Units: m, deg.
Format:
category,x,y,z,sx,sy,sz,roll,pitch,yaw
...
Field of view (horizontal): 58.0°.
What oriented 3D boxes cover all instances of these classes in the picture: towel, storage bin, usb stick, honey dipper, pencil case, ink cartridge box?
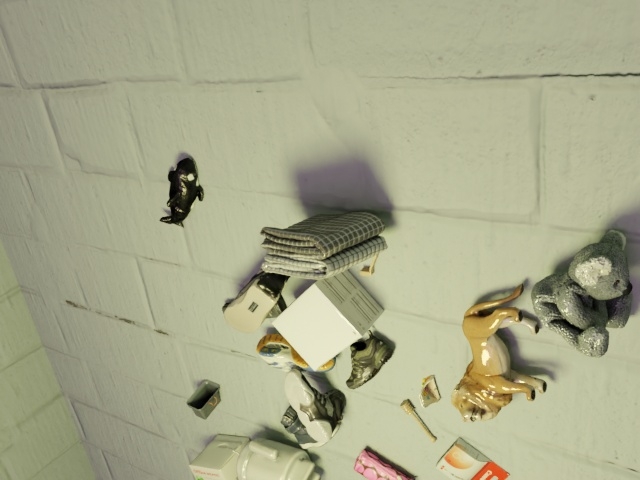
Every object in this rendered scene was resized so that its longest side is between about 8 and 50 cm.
category,x,y,z,sx,sy,sz,roll,pitch,yaw
towel,0.000,0.000,1.537,0.283,0.235,0.121,6,114,46
storage bin,-0.457,0.652,2.332,0.098,0.135,0.091,13,134,29
usb stick,-0.232,0.238,1.988,0.277,0.045,0.077,-11,107,38
honey dipper,0.308,0.570,1.811,0.030,0.030,0.161,-33,97,42
pencil case,0.213,0.793,1.964,0.209,0.095,0.098,25,158,21
ink cartridge box,0.461,0.707,1.771,0.179,0.045,0.145,36,131,16
ink cartridge box,-0.371,0.982,2.406,0.198,0.197,0.270,-10,109,38

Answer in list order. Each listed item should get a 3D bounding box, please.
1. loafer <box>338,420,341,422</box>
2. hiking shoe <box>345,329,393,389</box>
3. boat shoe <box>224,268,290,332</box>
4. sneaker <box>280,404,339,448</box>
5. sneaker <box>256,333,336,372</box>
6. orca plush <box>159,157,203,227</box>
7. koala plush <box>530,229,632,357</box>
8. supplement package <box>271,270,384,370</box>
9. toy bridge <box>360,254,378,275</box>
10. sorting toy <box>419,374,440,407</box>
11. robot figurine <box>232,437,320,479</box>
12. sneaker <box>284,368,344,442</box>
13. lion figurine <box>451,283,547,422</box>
category,x,y,z,sx,sy,sz,roll,pitch,yaw
loafer,0.007,0.595,2.020,0.148,0.050,0.056,30,129,18
hiking shoe,0.133,0.371,1.797,0.114,0.086,0.227,49,128,20
boat shoe,-0.191,0.176,1.862,0.127,0.158,0.340,40,141,-7
sneaker,-0.047,0.655,2.068,0.163,0.086,0.226,51,133,-4
sneaker,-0.068,0.393,1.942,0.296,0.112,0.131,7,140,31
orca plush,-0.487,-0.142,1.912,0.151,0.102,0.287,47,132,3
koala plush,0.580,0.093,1.247,0.203,0.196,0.221,34,134,28
supplement package,0.018,0.231,1.743,0.204,0.145,0.262,48,131,3
toy bridge,0.130,0.013,1.619,0.063,0.026,0.188,5,118,33
sorting toy,0.313,0.453,1.708,0.044,0.075,0.083,-6,111,37
robot figurine,-0.176,0.877,2.209,0.353,0.200,0.300,5,126,33
sneaker,-0.014,0.522,1.926,0.101,0.153,0.269,-20,100,40
lion figurine,0.442,0.296,1.510,0.240,0.142,0.393,1,102,43
